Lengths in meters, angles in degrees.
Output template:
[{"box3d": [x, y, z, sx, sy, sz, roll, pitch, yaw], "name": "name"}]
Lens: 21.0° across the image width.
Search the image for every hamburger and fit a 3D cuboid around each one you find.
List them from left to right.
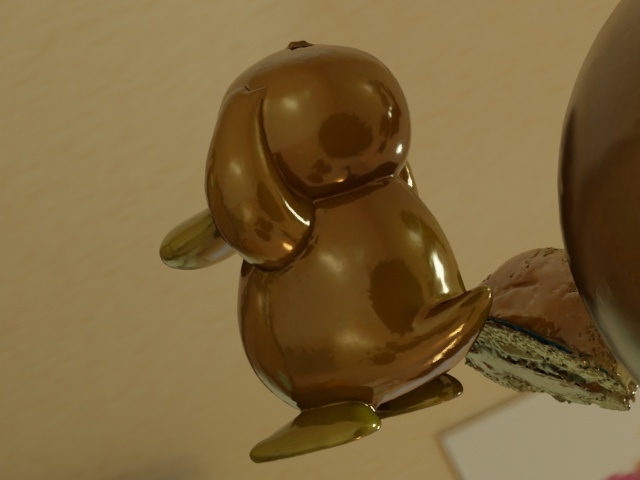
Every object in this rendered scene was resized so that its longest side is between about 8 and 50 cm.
[{"box3d": [0.155, 0.044, 1.151, 0.087, 0.102, 0.176, 37, -16, -26], "name": "hamburger"}]

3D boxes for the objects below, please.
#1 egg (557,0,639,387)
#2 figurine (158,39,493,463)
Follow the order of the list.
[{"box3d": [0.272, -0.026, 0.764, 0.282, 0.351, 0.282, 179, -90, -69], "name": "egg"}, {"box3d": [0.008, 0.005, 1.072, 0.228, 0.215, 0.215, 54, 4, 15], "name": "figurine"}]
